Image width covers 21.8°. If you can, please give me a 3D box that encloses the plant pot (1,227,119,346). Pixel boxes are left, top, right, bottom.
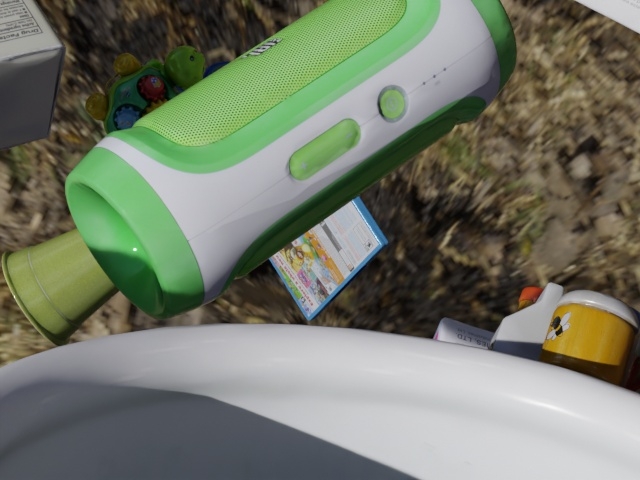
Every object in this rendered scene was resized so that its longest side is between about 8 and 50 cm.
[{"bbox_3d":[-0.180,0.023,1.232,0.079,0.083,0.083,-32,87,7],"label":"plant pot"}]

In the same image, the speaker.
[{"bbox_3d":[-0.014,-0.074,1.075,0.296,0.131,0.131,-35,87,-23],"label":"speaker"}]

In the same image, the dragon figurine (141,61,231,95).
[{"bbox_3d":[-0.089,-0.143,1.819,0.144,0.289,0.085,39,122,38],"label":"dragon figurine"}]

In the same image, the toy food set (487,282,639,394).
[{"bbox_3d":[0.145,0.056,0.858,0.111,0.232,0.104,20,71,4],"label":"toy food set"}]

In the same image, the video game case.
[{"bbox_3d":[0.000,0.000,1.865,0.015,0.166,0.119,-19,70,-42],"label":"video game case"}]

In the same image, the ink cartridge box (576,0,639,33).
[{"bbox_3d":[0.459,-0.393,1.749,0.285,0.166,0.395,29,129,6],"label":"ink cartridge box"}]

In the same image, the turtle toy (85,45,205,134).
[{"bbox_3d":[-0.167,-0.141,1.656,0.066,0.095,0.130,30,83,40],"label":"turtle toy"}]

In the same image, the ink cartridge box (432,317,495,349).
[{"bbox_3d":[0.160,0.214,1.323,0.186,0.065,0.311,17,44,-4],"label":"ink cartridge box"}]

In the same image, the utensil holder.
[{"bbox_3d":[0.006,0.264,0.589,0.327,0.327,0.385,8,106,1],"label":"utensil holder"}]

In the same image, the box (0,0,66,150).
[{"bbox_3d":[-0.351,-0.196,1.502,0.148,0.127,0.232,-18,59,-29],"label":"box"}]
